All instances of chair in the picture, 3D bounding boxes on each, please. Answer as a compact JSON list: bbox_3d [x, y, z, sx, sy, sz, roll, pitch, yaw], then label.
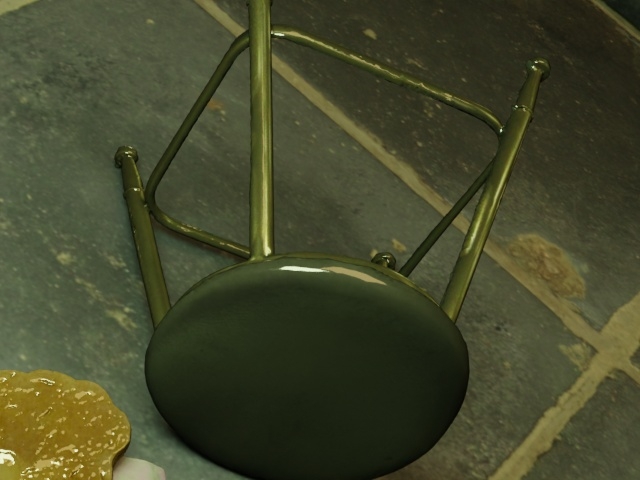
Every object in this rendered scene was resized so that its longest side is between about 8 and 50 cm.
[{"bbox_3d":[0.000,0.000,1.777,0.362,0.365,0.410,22,41,-18],"label":"chair"}]

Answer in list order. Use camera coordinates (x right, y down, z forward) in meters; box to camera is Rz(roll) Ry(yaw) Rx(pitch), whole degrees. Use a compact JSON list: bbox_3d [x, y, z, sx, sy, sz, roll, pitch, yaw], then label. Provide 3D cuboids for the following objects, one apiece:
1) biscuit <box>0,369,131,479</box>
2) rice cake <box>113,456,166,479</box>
[{"bbox_3d":[-0.266,0.207,1.544,0.181,0.049,0.208,12,52,-5],"label":"biscuit"},{"bbox_3d":[-0.165,0.322,1.509,0.072,0.056,0.365,21,38,-23],"label":"rice cake"}]
